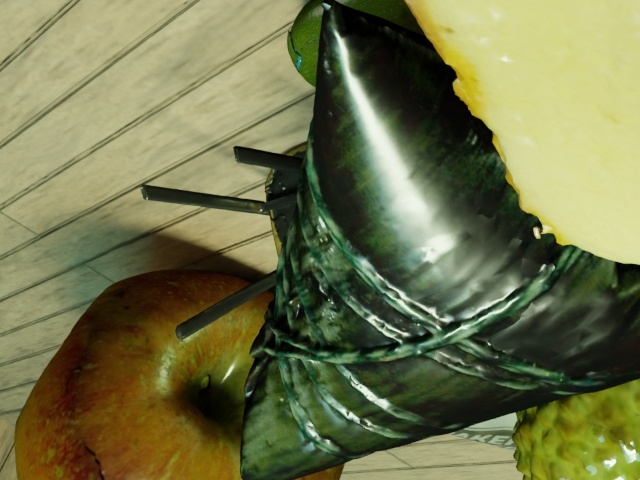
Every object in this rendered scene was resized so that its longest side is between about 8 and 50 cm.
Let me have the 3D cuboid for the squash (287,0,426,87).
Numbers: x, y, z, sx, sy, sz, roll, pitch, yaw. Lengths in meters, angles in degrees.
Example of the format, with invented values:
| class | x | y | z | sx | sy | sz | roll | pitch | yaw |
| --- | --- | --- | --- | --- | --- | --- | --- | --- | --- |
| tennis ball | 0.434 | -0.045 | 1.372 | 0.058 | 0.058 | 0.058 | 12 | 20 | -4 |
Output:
| class | x | y | z | sx | sy | sz | roll | pitch | yaw |
| --- | --- | --- | --- | --- | --- | --- | --- | --- | --- |
| squash | 0.090 | -0.154 | 0.809 | 0.331 | 0.087 | 0.087 | -8 | 141 | 48 |

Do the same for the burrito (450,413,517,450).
| class | x | y | z | sx | sy | sz | roll | pitch | yaw |
| --- | --- | --- | --- | --- | --- | --- | --- | --- | --- |
| burrito | 0.230 | 0.144 | 1.180 | 0.445 | 0.139 | 0.101 | 20 | -159 | -32 |

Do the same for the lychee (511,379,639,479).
| class | x | y | z | sx | sy | sz | roll | pitch | yaw |
| --- | --- | --- | --- | --- | --- | --- | --- | --- | --- |
| lychee | 0.271 | 0.124 | 0.966 | 0.320 | 0.270 | 0.270 | 15 | 154 | 6 |

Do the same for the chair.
| class | x | y | z | sx | sy | sz | roll | pitch | yaw |
| --- | --- | --- | --- | --- | --- | --- | --- | --- | --- |
| chair | 0.000 | 0.000 | 1.115 | 0.247 | 0.172 | 0.159 | -13 | 179 | -37 |

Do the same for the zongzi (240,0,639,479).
| class | x | y | z | sx | sy | sz | roll | pitch | yaw |
| --- | --- | --- | --- | --- | --- | --- | --- | --- | --- |
| zongzi | 0.057 | -0.020 | 0.793 | 0.362 | 0.319 | 0.383 | 35 | 154 | -32 |

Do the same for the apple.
| class | x | y | z | sx | sy | sz | roll | pitch | yaw |
| --- | --- | --- | --- | --- | --- | --- | --- | --- | --- |
| apple | -0.162 | 0.222 | 1.410 | 0.374 | 0.384 | 0.374 | 30 | 129 | 44 |

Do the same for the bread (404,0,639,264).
| class | x | y | z | sx | sy | sz | roll | pitch | yaw |
| --- | --- | --- | --- | --- | --- | --- | --- | --- | --- |
| bread | 0.179 | -0.156 | 0.495 | 0.207 | 0.279 | 0.279 | 7 | 151 | 32 |
